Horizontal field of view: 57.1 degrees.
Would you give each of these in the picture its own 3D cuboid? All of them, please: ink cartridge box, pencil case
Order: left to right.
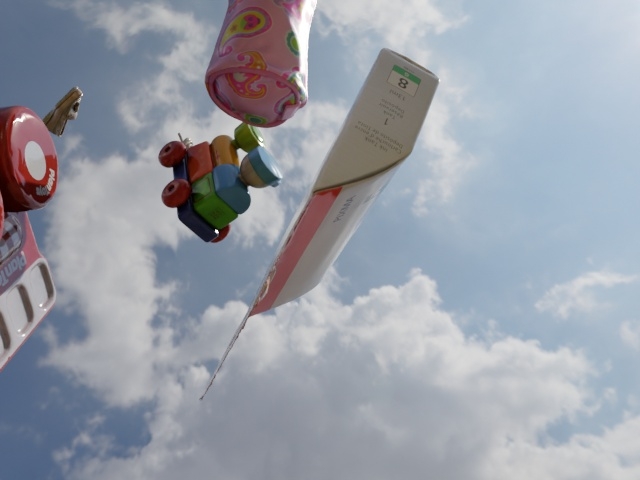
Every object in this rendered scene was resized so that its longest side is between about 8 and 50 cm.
[{"bbox_3d":[-0.054,-0.280,0.700,0.124,0.124,0.284,16,-113,-17],"label":"pencil case"},{"bbox_3d":[0.000,0.000,0.416,0.056,0.224,0.181,26,-36,-4],"label":"ink cartridge box"}]

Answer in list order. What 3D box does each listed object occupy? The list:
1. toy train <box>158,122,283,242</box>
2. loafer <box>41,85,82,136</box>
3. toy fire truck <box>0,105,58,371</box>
[{"bbox_3d":[-0.141,-0.124,0.827,0.143,0.248,0.105,-31,-46,12],"label":"toy train"},{"bbox_3d":[-0.423,-0.214,0.981,0.125,0.045,0.039,-23,-60,41],"label":"loafer"},{"bbox_3d":[-0.342,0.027,0.535,0.169,0.302,0.254,-7,-66,1],"label":"toy fire truck"}]
